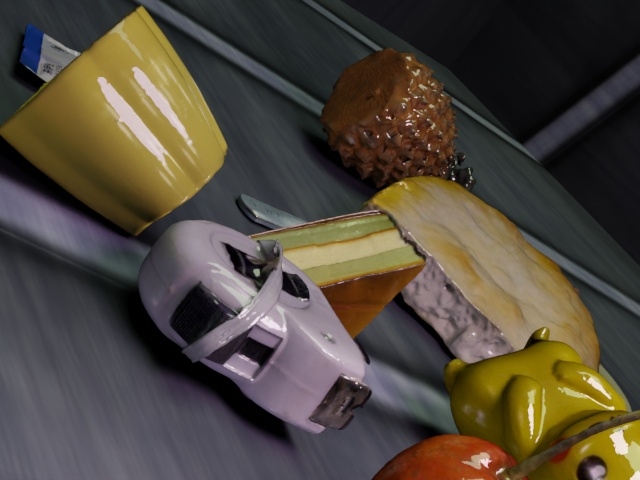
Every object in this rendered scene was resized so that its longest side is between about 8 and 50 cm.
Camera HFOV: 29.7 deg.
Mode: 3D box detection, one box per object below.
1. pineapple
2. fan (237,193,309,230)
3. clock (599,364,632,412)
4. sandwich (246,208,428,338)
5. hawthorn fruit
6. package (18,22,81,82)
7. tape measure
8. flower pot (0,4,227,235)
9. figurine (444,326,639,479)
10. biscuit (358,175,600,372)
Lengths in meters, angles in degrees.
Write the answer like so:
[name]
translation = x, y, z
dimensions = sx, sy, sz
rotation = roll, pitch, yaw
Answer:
[pineapple]
translation = 0.164, -0.150, 2.091
dimensions = 0.357, 0.223, 0.223
rotation = 49, 8, -37
[fan]
translation = 0.000, 0.000, 1.624
dimensions = 0.282, 0.023, 0.057
rotation = 24, 18, -38
[clock]
translation = 0.405, 0.209, 1.943
dimensions = 0.235, 0.029, 0.235
rotation = 36, 19, -14
[sandwich]
translation = -0.004, 0.016, 1.361
dimensions = 0.187, 0.144, 0.117
rotation = 24, 20, -43
[hawthorn fruit]
translation = 0.140, 0.202, 0.949
dimensions = 0.165, 0.285, 0.165
rotation = 32, 29, -20
[package]
translation = -0.292, -0.193, 1.482
dimensions = 0.173, 0.027, 0.171
rotation = 36, 16, -24
[tape measure]
translation = -0.076, 0.063, 1.138
dimensions = 0.197, 0.120, 0.236
rotation = 27, 16, -31
[flower pot]
translation = -0.198, -0.114, 1.233
dimensions = 0.179, 0.195, 0.195
rotation = 48, 15, -14
[figurine]
translation = 0.258, 0.235, 1.271
dimensions = 0.218, 0.169, 0.327
rotation = -19, 32, -20
[biscuit]
translation = 0.243, 0.071, 1.775
dimensions = 0.429, 0.104, 0.446
rotation = 43, 24, 2
